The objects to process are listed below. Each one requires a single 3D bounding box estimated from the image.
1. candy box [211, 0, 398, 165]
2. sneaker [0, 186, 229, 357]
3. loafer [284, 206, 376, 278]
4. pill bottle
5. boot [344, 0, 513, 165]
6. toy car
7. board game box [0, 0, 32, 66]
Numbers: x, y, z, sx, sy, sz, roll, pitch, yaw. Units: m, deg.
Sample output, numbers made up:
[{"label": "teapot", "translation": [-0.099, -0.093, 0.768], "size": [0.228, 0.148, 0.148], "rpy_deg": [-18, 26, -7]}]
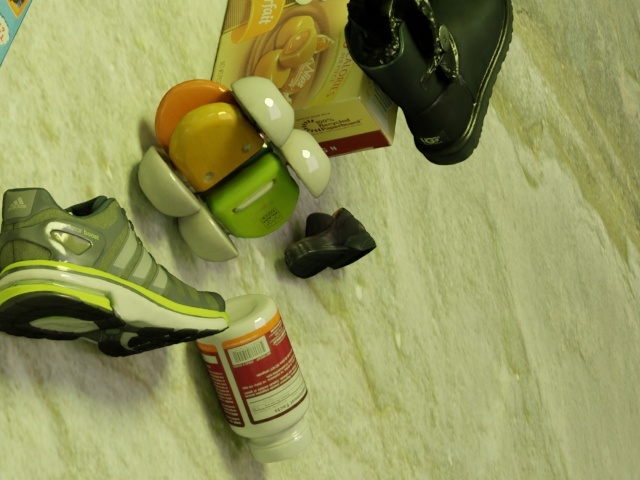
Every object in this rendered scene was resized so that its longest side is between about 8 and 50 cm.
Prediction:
[{"label": "candy box", "translation": [-0.003, -0.229, 1.959], "size": [0.087, 0.182, 0.316], "rpy_deg": [53, 37, -45]}, {"label": "sneaker", "translation": [-0.174, 0.027, 1.620], "size": [0.300, 0.111, 0.121], "rpy_deg": [23, 57, -62]}, {"label": "loafer", "translation": [0.000, 0.000, 2.044], "size": [0.061, 0.062, 0.170], "rpy_deg": [60, 21, 9]}, {"label": "pill bottle", "translation": [-0.061, 0.136, 1.827], "size": [0.086, 0.086, 0.152], "rpy_deg": [-52, 128, -57]}, {"label": "boot", "translation": [0.109, -0.225, 1.865], "size": [0.207, 0.094, 0.247], "rpy_deg": [52, 44, -50]}, {"label": "toy car", "translation": [-0.093, -0.082, 1.806], "size": [0.182, 0.159, 0.136], "rpy_deg": [52, 1, -44]}, {"label": "board game box", "translation": [-0.289, -0.258, 1.555], "size": [0.160, 0.039, 0.211], "rpy_deg": [58, 33, -37]}]
